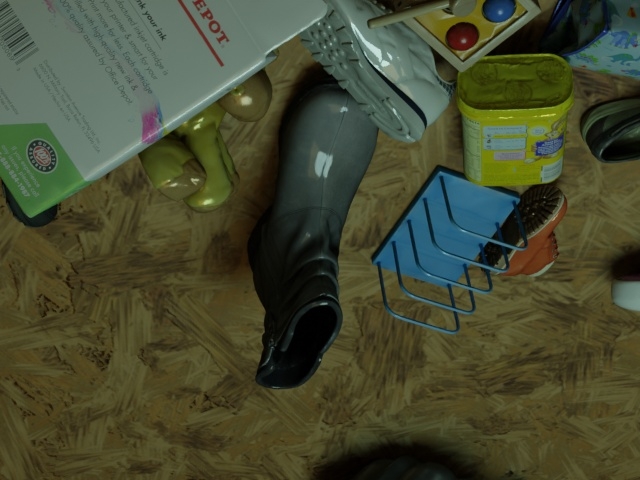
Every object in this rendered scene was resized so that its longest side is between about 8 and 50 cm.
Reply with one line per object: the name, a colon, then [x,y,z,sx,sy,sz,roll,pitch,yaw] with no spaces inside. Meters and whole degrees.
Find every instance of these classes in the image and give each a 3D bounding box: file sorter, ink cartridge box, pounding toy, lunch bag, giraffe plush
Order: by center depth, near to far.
ink cartridge box: [-0.185,-0.205,1.387,0.353,0.119,0.207,-32,94,7]
pounding toy: [0.135,-0.251,1.482,0.130,0.100,0.141,-37,127,25]
giraffe plush: [-0.122,-0.157,1.524,0.170,0.181,0.210,-37,93,13]
lunch bag: [0.325,-0.223,1.540,0.128,0.096,0.151,10,161,-16]
file sorter: [0.158,0.018,1.740,0.118,0.104,0.170,18,129,-22]

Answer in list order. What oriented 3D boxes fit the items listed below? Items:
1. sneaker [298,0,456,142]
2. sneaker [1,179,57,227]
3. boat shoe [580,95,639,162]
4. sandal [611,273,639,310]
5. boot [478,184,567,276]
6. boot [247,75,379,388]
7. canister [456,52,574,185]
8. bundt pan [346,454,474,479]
sneaker: [0.053,-0.216,1.526,0.095,0.090,0.235,-49,115,-19]
sneaker: [-0.304,-0.119,1.554,0.106,0.101,0.267,-5,134,-5]
boat shoe: [0.417,-0.136,1.646,0.223,0.073,0.080,-14,134,7]
sandal: [0.576,0.023,1.793,0.416,0.169,0.102,-7,94,0]
boot: [0.272,-0.009,1.766,0.084,0.059,0.158,14,139,-23]
boot: [0.000,0.000,1.620,0.118,0.223,0.338,6,133,-12]
canister: [0.217,-0.131,1.594,0.126,0.073,0.170,-2,152,6]
bundt pan: [0.157,0.440,2.061,0.330,0.124,0.331,21,137,21]
